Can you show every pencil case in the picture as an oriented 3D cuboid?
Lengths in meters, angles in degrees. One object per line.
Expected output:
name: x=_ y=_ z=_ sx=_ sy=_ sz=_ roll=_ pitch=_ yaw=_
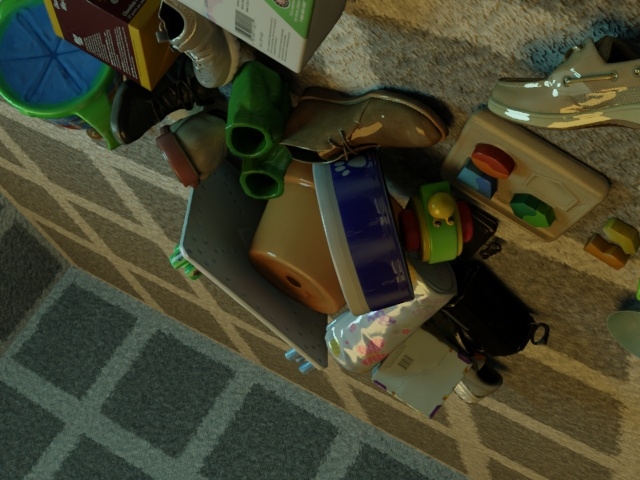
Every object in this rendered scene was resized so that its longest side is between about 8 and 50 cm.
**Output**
pencil case: x=0.125 y=0.126 z=1.776 sx=0.124 sy=0.113 sz=0.273 roll=27 pitch=125 yaw=-21

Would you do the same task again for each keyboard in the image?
keyboard: x=0.258 y=-0.009 z=1.669 sx=0.108 sy=0.023 sz=0.180 roll=38 pitch=163 yaw=5

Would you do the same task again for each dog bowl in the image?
dog bowl: x=0.071 y=-0.018 z=1.580 sx=0.104 sy=0.264 sz=0.265 roll=-15 pitch=149 yaw=5

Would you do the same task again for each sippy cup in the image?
sippy cup: x=-0.471 y=-0.313 z=1.829 sx=0.240 sy=0.305 sz=0.224 roll=-4 pitch=170 yaw=1

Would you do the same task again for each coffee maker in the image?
coffee maker: x=0.306 y=0.122 z=1.809 sx=0.171 sy=0.120 sz=0.178 roll=-24 pitch=125 yaw=41

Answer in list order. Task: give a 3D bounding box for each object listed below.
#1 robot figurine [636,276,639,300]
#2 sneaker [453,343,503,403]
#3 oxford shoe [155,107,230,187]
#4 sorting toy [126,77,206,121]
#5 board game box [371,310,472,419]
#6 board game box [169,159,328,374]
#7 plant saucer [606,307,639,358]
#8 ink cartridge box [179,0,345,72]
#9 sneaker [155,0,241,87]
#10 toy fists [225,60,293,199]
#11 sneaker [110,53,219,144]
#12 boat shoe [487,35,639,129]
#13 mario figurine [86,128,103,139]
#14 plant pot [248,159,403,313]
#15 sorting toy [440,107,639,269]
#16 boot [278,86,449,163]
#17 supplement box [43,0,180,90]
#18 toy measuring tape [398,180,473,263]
robot figurine: x=0.493 y=0.062 z=1.376 sx=0.101 sy=0.067 sz=0.115 roll=8 pitch=165 yaw=-11
sneaker: x=0.297 y=0.248 z=2.176 sx=0.271 sy=0.100 sz=0.108 roll=42 pitch=136 yaw=-15
oxford shoe: x=-0.205 y=-0.171 z=1.731 sx=0.123 sy=0.130 sz=0.348 roll=58 pitch=179 yaw=-14
sorting toy: x=-0.292 y=-0.289 z=1.866 sx=0.208 sy=0.038 sz=0.193 roll=36 pitch=162 yaw=7
board game box: x=0.200 y=0.218 z=1.968 sx=0.142 sy=0.144 sz=0.275 roll=34 pitch=-167 yaw=-4
board game box: x=-0.131 y=0.033 z=1.962 sx=0.050 sy=0.390 sz=0.390 roll=-36 pitch=118 yaw=23
plant saucer: x=0.555 y=0.155 z=1.561 sx=0.195 sy=0.037 sz=0.195 roll=30 pitch=162 yaw=10
ink cartridge box: x=-0.105 y=-0.362 z=1.220 sx=0.278 sy=0.117 sz=0.201 roll=32 pitch=162 yaw=4
sneaker: x=-0.195 y=-0.318 z=1.452 sx=0.105 sy=0.115 sz=0.281 roll=51 pitch=164 yaw=23
toy fists: x=-0.092 y=-0.187 z=1.620 sx=0.096 sy=0.142 sz=0.279 roll=0 pitch=156 yaw=7
sneaker: x=-0.255 y=-0.242 z=1.637 sx=0.130 sy=0.227 sz=0.087 roll=6 pitch=132 yaw=26
boat shoe: x=0.311 y=-0.174 z=1.058 sx=0.302 sy=0.109 sz=0.098 roll=12 pitch=112 yaw=50
mario figurine: x=-0.565 y=-0.300 z=2.057 sx=0.198 sy=0.170 sz=0.320 roll=-26 pitch=135 yaw=29
plant pot: x=0.000 y=0.000 z=1.835 sx=0.291 sy=0.203 sz=0.291 roll=30 pitch=161 yaw=12
sorting toy: x=0.322 y=-0.057 z=1.405 sx=0.307 sy=0.041 sz=0.229 roll=32 pitch=162 yaw=4
boot: x=0.059 y=-0.158 z=1.477 sx=0.305 sy=0.115 sz=0.112 roll=10 pitch=149 yaw=47
supplement box: x=-0.318 y=-0.372 z=1.535 sx=0.194 sy=0.129 sz=0.191 roll=31 pitch=162 yaw=7
toy measuring tape: x=0.180 y=-0.008 z=1.606 sx=0.121 sy=0.121 sz=0.330 roll=32 pitch=169 yaw=5
